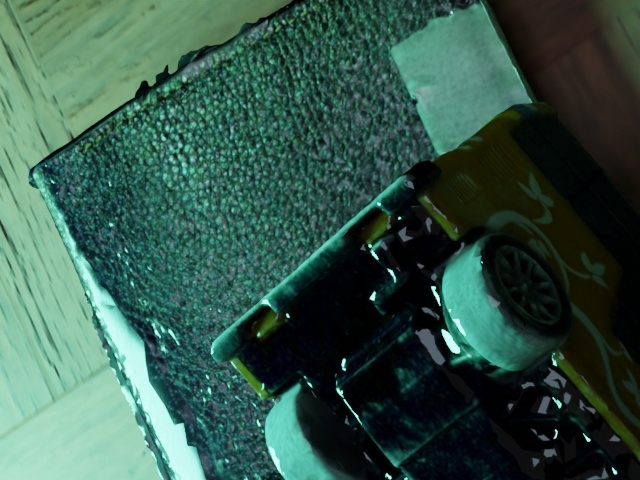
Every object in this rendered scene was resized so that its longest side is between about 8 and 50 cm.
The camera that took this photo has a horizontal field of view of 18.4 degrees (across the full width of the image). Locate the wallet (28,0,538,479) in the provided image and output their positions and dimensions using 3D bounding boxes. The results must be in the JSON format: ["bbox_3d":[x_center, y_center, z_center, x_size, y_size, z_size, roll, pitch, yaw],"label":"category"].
[{"bbox_3d":[0.000,0.000,0.967,0.262,0.071,0.221,-31,72,22],"label":"wallet"}]

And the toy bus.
[{"bbox_3d":[0.110,0.092,0.803,0.275,0.167,0.138,50,122,3],"label":"toy bus"}]
